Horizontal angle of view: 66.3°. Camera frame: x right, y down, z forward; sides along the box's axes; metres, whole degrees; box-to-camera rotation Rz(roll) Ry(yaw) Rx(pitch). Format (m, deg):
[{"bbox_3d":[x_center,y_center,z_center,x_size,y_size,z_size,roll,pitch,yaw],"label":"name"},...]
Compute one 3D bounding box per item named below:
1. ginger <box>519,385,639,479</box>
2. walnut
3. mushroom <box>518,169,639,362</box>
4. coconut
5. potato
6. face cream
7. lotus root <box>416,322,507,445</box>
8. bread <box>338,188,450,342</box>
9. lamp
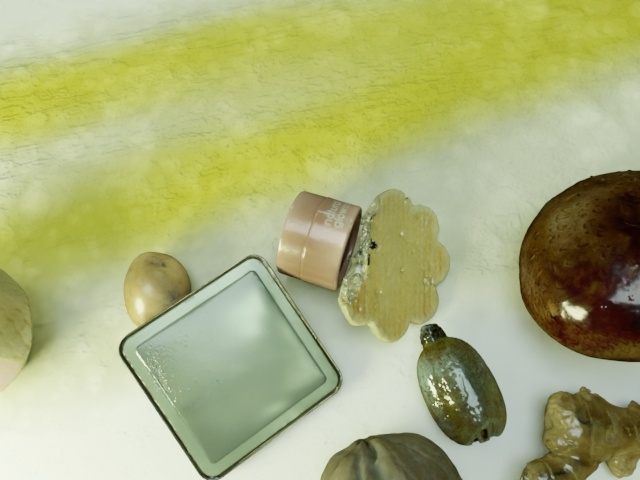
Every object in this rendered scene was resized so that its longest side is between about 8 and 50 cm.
[{"bbox_3d":[0.431,0.286,0.729,0.334,0.081,0.147,-13,69,-7],"label":"ginger"},{"bbox_3d":[0.102,0.375,0.659,0.225,0.224,0.224,-1,69,3],"label":"walnut"},{"bbox_3d":[0.486,0.027,0.756,0.346,0.239,0.345,8,47,-8],"label":"mushroom"},{"bbox_3d":[-0.589,0.139,0.762,0.260,0.259,0.259,-1,69,3],"label":"coconut"},{"bbox_3d":[-0.283,0.088,0.838,0.112,0.112,0.146,-14,65,-1],"label":"potato"},{"bbox_3d":[0.000,0.000,0.827,0.104,0.149,0.149,17,71,10],"label":"face cream"},{"bbox_3d":[0.210,0.219,0.765,0.113,0.088,0.192,-24,69,2],"label":"lotus root"},{"bbox_3d":[0.132,0.048,0.826,0.182,0.039,0.250,27,71,-22],"label":"bread"},{"bbox_3d":[-0.138,0.196,0.779,0.269,0.047,0.266,-34,88,-10],"label":"lamp"}]
